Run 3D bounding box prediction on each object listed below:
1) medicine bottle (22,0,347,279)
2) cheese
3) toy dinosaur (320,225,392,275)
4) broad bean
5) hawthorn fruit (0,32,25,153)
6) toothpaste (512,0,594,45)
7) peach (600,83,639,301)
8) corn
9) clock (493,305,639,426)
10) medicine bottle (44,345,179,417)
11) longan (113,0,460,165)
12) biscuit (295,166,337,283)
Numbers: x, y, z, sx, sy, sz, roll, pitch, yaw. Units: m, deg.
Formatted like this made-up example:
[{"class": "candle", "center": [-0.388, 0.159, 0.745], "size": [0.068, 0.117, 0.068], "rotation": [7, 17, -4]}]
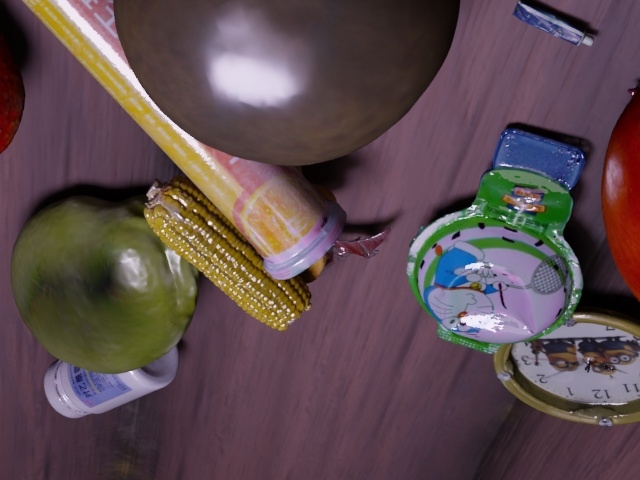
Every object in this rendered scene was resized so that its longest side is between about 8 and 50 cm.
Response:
[{"class": "medicine bottle", "center": [-0.147, -0.138, 1.381], "size": [0.108, 0.108, 0.426], "rotation": [-24, 120, 37]}, {"class": "cheese", "center": [0.204, 0.011, 1.515], "size": [0.204, 0.083, 0.320], "rotation": [17, 132, 3]}, {"class": "toy dinosaur", "center": [-0.001, 0.001, 1.607], "size": [0.220, 0.032, 0.108], "rotation": [-10, 140, 42]}, {"class": "broad bean", "center": [-0.264, 0.049, 1.659], "size": [0.238, 0.119, 0.291], "rotation": [42, 129, -9]}, {"class": "hawthorn fruit", "center": [-0.456, -0.153, 1.429], "size": [0.266, 0.210, 0.230], "rotation": [-10, 143, 47]}, {"class": "toothpaste", "center": [0.225, -0.208, 1.301], "size": [0.083, 0.019, 0.027], "rotation": [23, 157, -5]}, {"class": "peach", "center": [0.398, -0.010, 1.343], "size": [0.258, 0.201, 0.361], "rotation": [14, 141, -1]}, {"class": "corn", "center": [-0.105, 0.014, 1.526], "size": [0.238, 0.080, 0.080], "rotation": [44, 133, -20]}, {"class": "clock", "center": [0.331, 0.145, 1.662], "size": [0.237, 0.057, 0.237], "rotation": [10, 141, 8]}, {"class": "medicine bottle", "center": [-0.287, 0.176, 1.843], "size": [0.187, 0.102, 0.103], "rotation": [-25, 127, 38]}, {"class": "longan", "center": [-0.030, -0.211, 1.174], "size": [0.319, 0.319, 0.319], "rotation": [8, 141, 7]}, {"class": "biscuit", "center": [-0.057, -0.051, 1.530], "size": [0.158, 0.035, 0.240], "rotation": [-4, 127, 25]}]
